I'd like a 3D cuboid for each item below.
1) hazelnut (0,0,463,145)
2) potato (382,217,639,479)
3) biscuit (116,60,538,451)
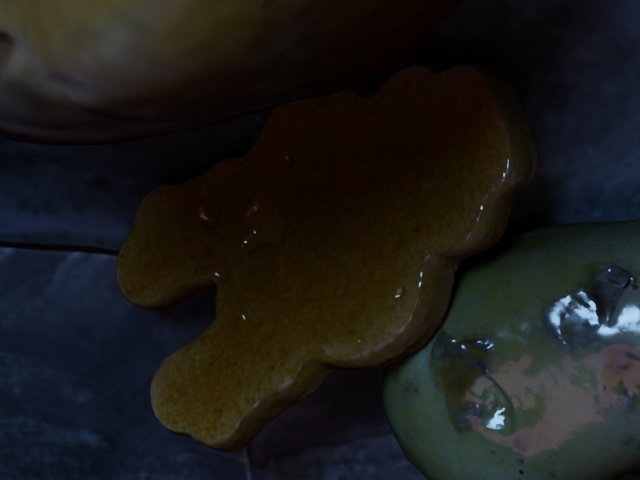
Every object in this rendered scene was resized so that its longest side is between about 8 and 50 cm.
[{"bbox_3d":[-0.065,-0.203,0.900,0.372,0.372,0.315,-22,131,24],"label":"hazelnut"},{"bbox_3d":[0.160,0.067,1.113,0.262,0.165,0.165,-18,114,16],"label":"potato"},{"bbox_3d":[0.002,0.000,1.121,0.295,0.044,0.186,-29,69,30],"label":"biscuit"}]
